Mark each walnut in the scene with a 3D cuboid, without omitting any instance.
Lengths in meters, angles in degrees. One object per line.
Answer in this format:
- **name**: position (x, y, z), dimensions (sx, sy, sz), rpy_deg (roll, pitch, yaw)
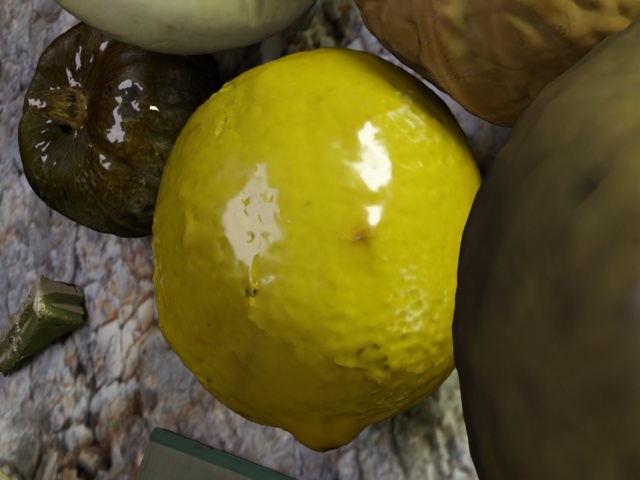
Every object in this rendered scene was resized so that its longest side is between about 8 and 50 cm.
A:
- **walnut**: position (0.129, -0.193, 1.187), dimensions (0.228, 0.228, 0.228), rpy_deg (-20, 60, 39)

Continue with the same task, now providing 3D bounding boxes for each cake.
- **cake**: position (-0.276, 0.087, 1.634), dimensions (0.140, 0.055, 0.051), rpy_deg (-47, 45, 46)

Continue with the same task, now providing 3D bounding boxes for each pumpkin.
- **pumpkin**: position (-0.193, -0.115, 1.534), dimensions (0.219, 0.162, 0.219), rpy_deg (-18, 65, 44)

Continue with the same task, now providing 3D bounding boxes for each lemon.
- **lemon**: position (0.000, 0.002, 1.220), dimensions (0.260, 0.260, 0.284), rpy_deg (15, 84, 48)

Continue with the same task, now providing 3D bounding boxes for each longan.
- **longan**: position (0.258, 0.055, 0.860), dimensions (0.391, 0.391, 0.391), rpy_deg (-20, 60, 39)

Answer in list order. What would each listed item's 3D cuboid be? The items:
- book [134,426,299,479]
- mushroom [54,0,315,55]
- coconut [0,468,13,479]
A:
- **book**: position (-0.079, 0.281, 1.348), dimensions (0.282, 0.025, 0.215), rpy_deg (15, 84, 47)
- **mushroom**: position (-0.091, -0.313, 1.428), dimensions (0.356, 0.315, 0.315), rpy_deg (-7, 65, 11)
- **coconut**: position (-0.361, 0.332, 1.377), dimensions (0.344, 0.415, 0.415), rpy_deg (-21, 59, 49)
